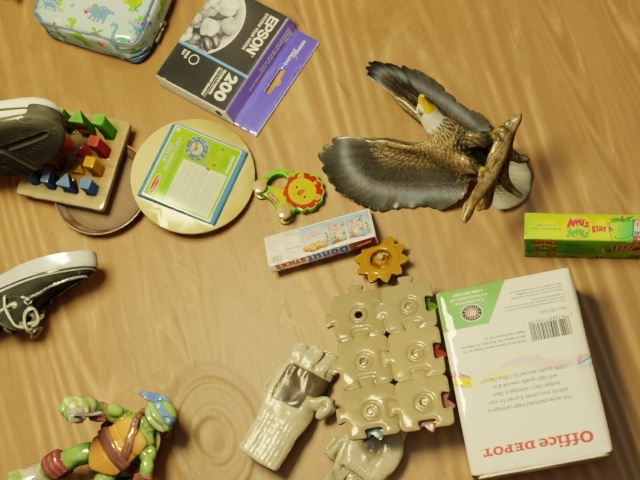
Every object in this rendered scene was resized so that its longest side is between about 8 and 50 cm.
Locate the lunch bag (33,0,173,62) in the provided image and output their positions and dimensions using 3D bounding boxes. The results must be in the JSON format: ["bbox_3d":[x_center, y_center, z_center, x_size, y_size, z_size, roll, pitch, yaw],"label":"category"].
[{"bbox_3d":[-0.374,-0.419,2.023,0.219,0.090,0.176,16,77,14],"label":"lunch bag"}]

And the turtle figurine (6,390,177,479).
[{"bbox_3d":[-0.340,0.339,1.707,0.266,0.198,0.275,-38,28,15],"label":"turtle figurine"}]

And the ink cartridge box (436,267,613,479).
[{"bbox_3d":[0.297,0.202,1.702,0.201,0.117,0.278,-12,71,6],"label":"ink cartridge box"}]

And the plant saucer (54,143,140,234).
[{"bbox_3d":[-0.366,-0.086,1.951,0.168,0.029,0.168,-2,73,8],"label":"plant saucer"}]

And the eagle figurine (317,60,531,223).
[{"bbox_3d":[0.177,-0.157,1.823,0.226,0.225,0.298,-24,27,-39],"label":"eagle figurine"}]

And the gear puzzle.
[{"bbox_3d":[0.099,0.145,1.775,0.175,0.044,0.339,-10,60,7],"label":"gear puzzle"}]

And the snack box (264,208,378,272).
[{"bbox_3d":[0.000,0.000,1.853,0.178,0.022,0.064,-16,46,5],"label":"snack box"}]

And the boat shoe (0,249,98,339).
[{"bbox_3d":[-0.491,0.107,1.869,0.306,0.113,0.105,-21,77,6],"label":"boat shoe"}]

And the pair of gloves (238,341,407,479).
[{"bbox_3d":[0.017,0.279,1.766,0.240,0.042,0.204,21,73,10],"label":"pair of gloves"}]

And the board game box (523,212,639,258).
[{"bbox_3d":[0.402,-0.006,1.762,0.181,0.092,0.043,1,72,10],"label":"board game box"}]

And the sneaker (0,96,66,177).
[{"bbox_3d":[-0.589,-0.239,1.912,0.447,0.169,0.257,-8,66,33],"label":"sneaker"}]

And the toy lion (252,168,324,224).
[{"bbox_3d":[-0.047,-0.081,1.896,0.096,0.034,0.100,-40,70,-11],"label":"toy lion"}]

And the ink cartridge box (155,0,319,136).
[{"bbox_3d":[-0.142,-0.311,1.975,0.208,0.045,0.206,29,79,15],"label":"ink cartridge box"}]

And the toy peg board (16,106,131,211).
[{"bbox_3d":[-0.421,-0.148,1.922,0.161,0.079,0.161,11,74,14],"label":"toy peg board"}]

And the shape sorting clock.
[{"bbox_3d":[-0.212,-0.106,1.919,0.206,0.040,0.206,2,71,-5],"label":"shape sorting clock"}]
